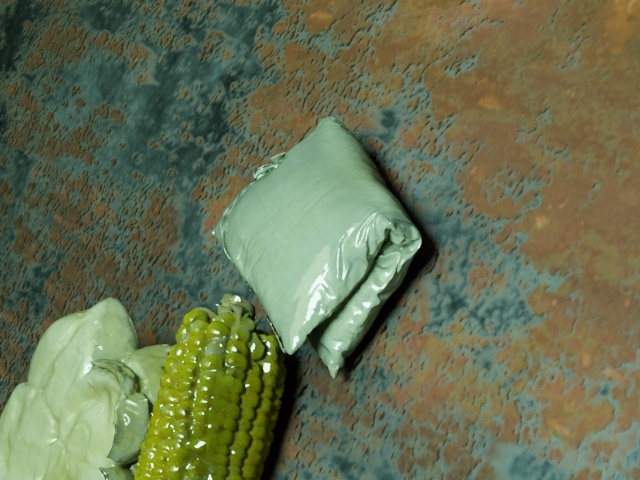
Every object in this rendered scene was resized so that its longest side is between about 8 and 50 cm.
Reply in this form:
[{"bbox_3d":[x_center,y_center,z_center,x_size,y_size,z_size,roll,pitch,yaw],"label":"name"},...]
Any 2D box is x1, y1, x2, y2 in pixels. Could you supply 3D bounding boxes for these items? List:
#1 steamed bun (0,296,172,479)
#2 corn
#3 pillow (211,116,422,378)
[{"bbox_3d":[-0.163,0.145,1.324,0.177,0.106,0.192,7,80,51],"label":"steamed bun"},{"bbox_3d":[-0.096,0.193,1.203,0.097,0.097,0.320,-4,64,52],"label":"corn"},{"bbox_3d":[0.000,0.000,1.235,0.134,0.078,0.181,-51,35,14],"label":"pillow"}]
